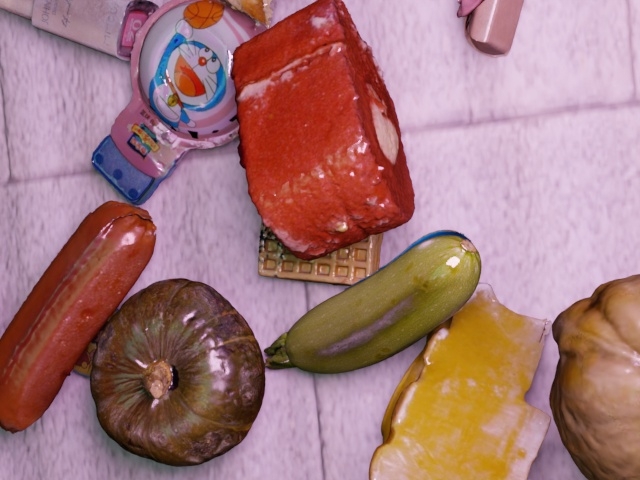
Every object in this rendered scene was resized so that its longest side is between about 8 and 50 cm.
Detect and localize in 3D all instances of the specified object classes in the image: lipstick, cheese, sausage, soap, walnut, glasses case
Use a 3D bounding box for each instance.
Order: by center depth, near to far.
[{"bbox_3d":[0.328,0.142,0.929,0.283,0.283,0.227,41,92,15],"label":"walnut"},{"bbox_3d":[0.175,-0.298,1.062,0.070,0.102,0.193,18,99,26],"label":"glasses case"},{"bbox_3d":[0.136,0.265,1.133,0.169,0.304,0.338,24,140,12],"label":"soap"},{"bbox_3d":[-0.166,-0.171,1.208,0.189,0.074,0.286,45,106,10],"label":"cheese"},{"bbox_3d":[-0.319,0.091,1.253,0.102,0.102,0.330,36,96,16],"label":"sausage"},{"bbox_3d":[-0.330,-0.297,1.267,0.253,0.077,0.079,21,106,19],"label":"lipstick"}]

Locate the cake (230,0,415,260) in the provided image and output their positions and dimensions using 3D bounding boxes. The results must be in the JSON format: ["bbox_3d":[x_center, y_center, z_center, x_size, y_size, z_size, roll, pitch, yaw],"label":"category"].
[{"bbox_3d":[0.009,-0.114,1.068,0.151,0.177,0.283,-27,54,20],"label":"cake"}]

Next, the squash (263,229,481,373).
[{"bbox_3d":[0.051,0.090,1.108,0.341,0.094,0.094,-34,80,40],"label":"squash"}]

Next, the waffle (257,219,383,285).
[{"bbox_3d":[0.000,0.000,1.172,0.148,0.042,0.102,7,95,21],"label":"waffle"}]

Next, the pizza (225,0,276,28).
[{"bbox_3d":[-0.078,-0.340,1.152,0.181,0.034,0.262,-48,59,6],"label":"pizza"}]

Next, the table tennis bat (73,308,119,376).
[{"bbox_3d":[-0.310,0.120,1.309,0.155,0.019,0.100,16,95,18],"label":"table tennis bat"}]

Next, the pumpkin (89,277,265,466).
[{"bbox_3d":[-0.171,0.163,1.184,0.219,0.162,0.219,0,90,17],"label":"pumpkin"}]
